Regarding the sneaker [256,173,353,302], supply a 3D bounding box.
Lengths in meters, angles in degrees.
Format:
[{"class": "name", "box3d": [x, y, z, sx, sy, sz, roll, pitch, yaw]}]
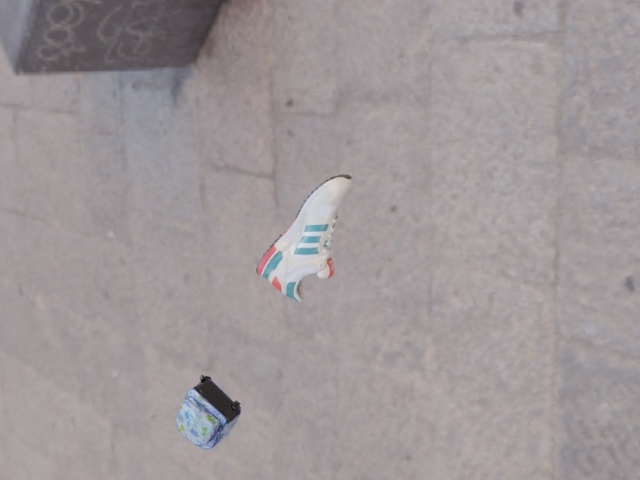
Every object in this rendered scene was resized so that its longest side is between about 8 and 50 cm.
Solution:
[{"class": "sneaker", "box3d": [0.000, 0.000, 1.127, 0.075, 0.057, 0.161, 43, 108, 12]}]

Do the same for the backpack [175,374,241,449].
[{"class": "backpack", "box3d": [-0.215, 0.328, 1.832, 0.105, 0.084, 0.114, 38, 130, 17]}]
